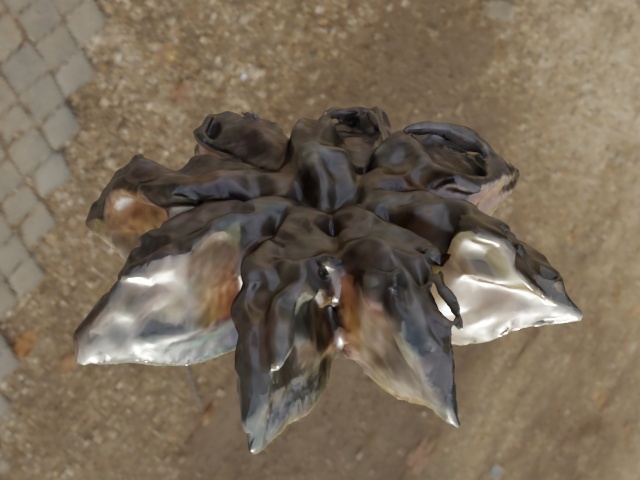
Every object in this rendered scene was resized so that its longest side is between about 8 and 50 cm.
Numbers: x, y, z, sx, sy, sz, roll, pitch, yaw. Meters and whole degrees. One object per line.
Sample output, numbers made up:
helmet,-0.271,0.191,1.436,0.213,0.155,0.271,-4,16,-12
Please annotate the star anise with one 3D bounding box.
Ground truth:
star anise,-0.002,0.000,0.768,0.332,0.332,0.117,-31,132,-38
